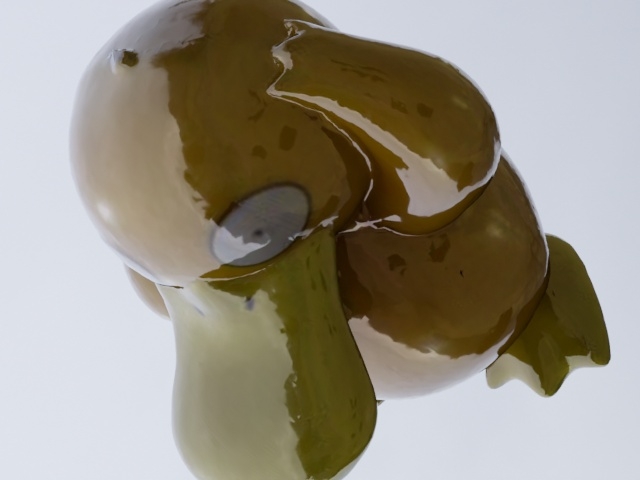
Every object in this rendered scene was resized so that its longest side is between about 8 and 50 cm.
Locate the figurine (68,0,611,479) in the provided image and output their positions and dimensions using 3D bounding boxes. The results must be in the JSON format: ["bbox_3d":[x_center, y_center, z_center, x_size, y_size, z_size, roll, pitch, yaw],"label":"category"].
[{"bbox_3d":[0.005,-0.004,0.414,0.228,0.215,0.215,-9,-105,-54],"label":"figurine"}]
